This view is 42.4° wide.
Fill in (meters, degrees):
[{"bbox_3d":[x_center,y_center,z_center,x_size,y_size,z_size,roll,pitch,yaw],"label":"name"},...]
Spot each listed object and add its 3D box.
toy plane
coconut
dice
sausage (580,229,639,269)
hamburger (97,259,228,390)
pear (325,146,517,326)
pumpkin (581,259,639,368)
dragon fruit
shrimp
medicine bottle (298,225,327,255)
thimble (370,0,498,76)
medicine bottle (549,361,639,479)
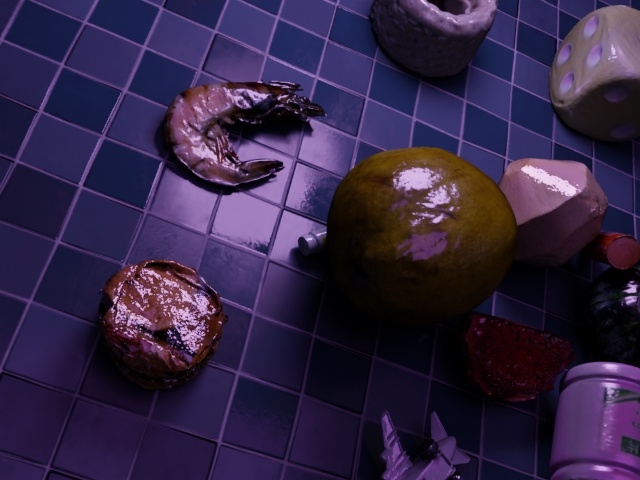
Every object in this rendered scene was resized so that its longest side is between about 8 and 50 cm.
[{"bbox_3d":[0.170,0.425,1.449,0.251,0.101,0.255,52,54,-5],"label":"toy plane"},{"bbox_3d":[0.477,-0.071,1.772,0.259,0.259,0.259,11,59,-19],"label":"coconut"},{"bbox_3d":[0.754,-0.420,2.100,0.254,0.250,0.252,18,57,-15],"label":"dice"},{"bbox_3d":[0.622,0.014,1.811,0.074,0.274,0.074,0,94,1],"label":"sausage"},{"bbox_3d":[-0.273,0.137,1.409,0.230,0.107,0.231,11,55,-16],"label":"hamburger"},{"bbox_3d":[0.184,-0.004,1.561,0.413,0.352,0.352,-26,76,-44],"label":"pear"},{"bbox_3d":[0.714,0.179,1.756,0.315,0.238,0.315,8,59,-14],"label":"pumpkin"},{"bbox_3d":[0.367,0.219,1.636,0.261,0.163,0.189,15,27,-18],"label":"dragon fruit"},{"bbox_3d":[-0.143,-0.220,1.698,0.364,0.071,0.233,-7,75,-28],"label":"shrimp"},{"bbox_3d":[0.000,0.000,1.643,0.083,0.047,0.047,-20,72,-32],"label":"medicine bottle"},{"bbox_3d":[0.271,-0.553,1.990,0.291,0.195,0.292,11,55,-16],"label":"thimble"},{"bbox_3d":[0.542,0.416,1.558,0.212,0.212,0.326,26,54,-9],"label":"medicine bottle"}]
